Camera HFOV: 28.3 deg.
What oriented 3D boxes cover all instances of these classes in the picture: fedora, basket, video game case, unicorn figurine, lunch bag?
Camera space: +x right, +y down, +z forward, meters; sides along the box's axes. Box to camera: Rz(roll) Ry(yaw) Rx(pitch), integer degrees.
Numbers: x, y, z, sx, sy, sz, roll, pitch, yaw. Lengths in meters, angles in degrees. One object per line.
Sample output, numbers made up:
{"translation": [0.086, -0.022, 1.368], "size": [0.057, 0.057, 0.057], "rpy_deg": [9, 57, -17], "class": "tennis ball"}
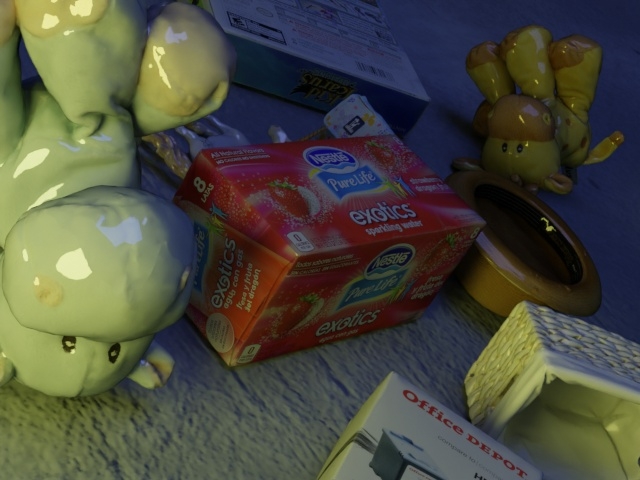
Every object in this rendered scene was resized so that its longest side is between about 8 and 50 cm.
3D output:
{"translation": [0.184, 0.017, 1.244], "size": [0.194, 0.079, 0.194], "rpy_deg": [28, 32, -19], "class": "fedora"}
{"translation": [0.215, 0.135, 1.064], "size": [0.167, 0.113, 0.103], "rpy_deg": [21, 29, -20], "class": "basket"}
{"translation": [-0.031, -0.242, 1.445], "size": [0.269, 0.061, 0.244], "rpy_deg": [15, 35, -27], "class": "video game case"}
{"translation": [-0.091, -0.089, 1.175], "size": [0.111, 0.060, 0.162], "rpy_deg": [41, 47, 15], "class": "unicorn figurine"}
{"translation": [0.033, -0.096, 1.264], "size": [0.053, 0.083, 0.071], "rpy_deg": [-1, 44, -44], "class": "lunch bag"}

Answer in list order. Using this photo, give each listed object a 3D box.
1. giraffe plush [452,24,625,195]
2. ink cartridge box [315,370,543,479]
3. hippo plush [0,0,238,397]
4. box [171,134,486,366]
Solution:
{"translation": [0.235, -0.124, 1.457], "size": [0.170, 0.181, 0.210], "rpy_deg": [-44, 112, -49], "class": "giraffe plush"}
{"translation": [0.061, 0.195, 0.862], "size": [0.140, 0.082, 0.190], "rpy_deg": [34, 31, 2], "class": "ink cartridge box"}
{"translation": [-0.193, -0.021, 0.837], "size": [0.234, 0.294, 0.236], "rpy_deg": [12, 59, -28], "class": "hippo plush"}
{"translation": [0.000, 0.000, 1.050], "size": [0.257, 0.122, 0.128], "rpy_deg": [-9, 48, -49], "class": "box"}
